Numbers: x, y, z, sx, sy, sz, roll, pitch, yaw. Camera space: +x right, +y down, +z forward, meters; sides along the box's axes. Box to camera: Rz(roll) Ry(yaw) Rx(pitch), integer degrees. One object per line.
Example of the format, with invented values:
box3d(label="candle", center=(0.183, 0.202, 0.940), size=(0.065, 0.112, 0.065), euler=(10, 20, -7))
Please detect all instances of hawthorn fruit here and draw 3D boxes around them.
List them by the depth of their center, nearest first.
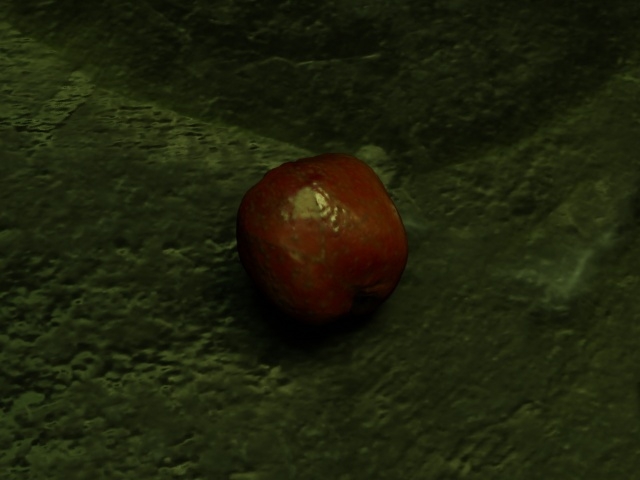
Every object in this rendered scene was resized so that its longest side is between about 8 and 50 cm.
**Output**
box3d(label="hawthorn fruit", center=(0.000, 0.000, 1.249), size=(0.128, 0.128, 0.128), euler=(1, 59, -2))
